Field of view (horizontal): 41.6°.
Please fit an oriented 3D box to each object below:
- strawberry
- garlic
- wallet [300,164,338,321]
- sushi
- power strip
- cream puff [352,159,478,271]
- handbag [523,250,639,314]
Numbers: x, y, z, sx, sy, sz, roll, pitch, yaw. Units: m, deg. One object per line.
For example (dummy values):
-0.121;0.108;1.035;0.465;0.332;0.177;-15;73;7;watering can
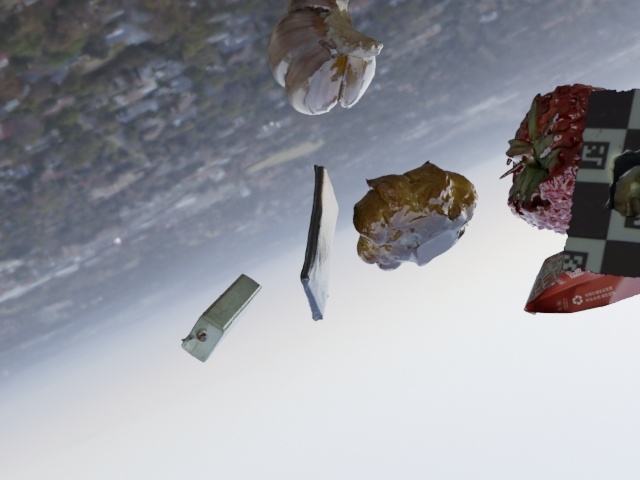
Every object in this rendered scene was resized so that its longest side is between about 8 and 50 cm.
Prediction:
0.455;-0.125;1.431;0.258;0.261;0.261;8;173;-13;strawberry
-0.013;-0.317;1.404;0.160;0.214;0.191;-22;161;-30;garlic
-0.001;0.000;1.624;0.030;0.285;0.146;-3;143;16;wallet
0.553;-0.063;1.177;0.373;0.296;0.100;3;163;32;sushi
-0.166;0.129;1.466;0.078;0.052;0.272;-56;178;19;power strip
0.187;-0.046;1.684;0.269;0.155;0.241;-26;147;2;cream puff
0.629;0.090;2.031;0.298;0.151;0.171;-25;-177;20;handbag
